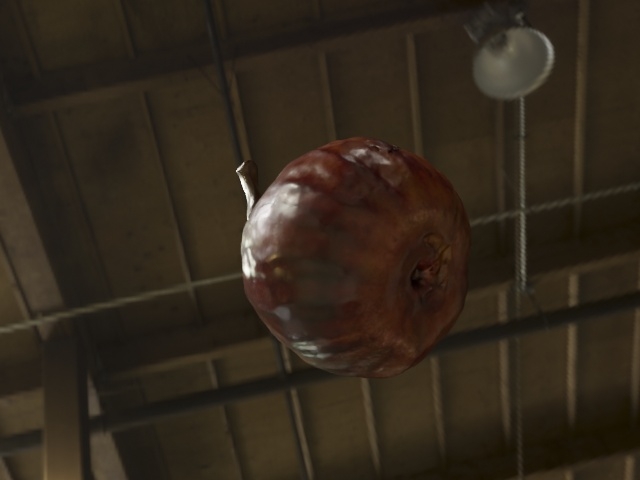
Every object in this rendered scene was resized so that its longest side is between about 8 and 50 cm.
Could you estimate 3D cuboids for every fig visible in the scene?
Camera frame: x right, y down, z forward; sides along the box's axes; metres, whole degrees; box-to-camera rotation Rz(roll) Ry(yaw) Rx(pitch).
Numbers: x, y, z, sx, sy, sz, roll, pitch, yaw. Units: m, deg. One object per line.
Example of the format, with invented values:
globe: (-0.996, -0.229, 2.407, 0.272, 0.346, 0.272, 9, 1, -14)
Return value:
fig: (0.007, 0.001, 0.604, 0.150, 0.128, 0.128, 29, -60, 7)
